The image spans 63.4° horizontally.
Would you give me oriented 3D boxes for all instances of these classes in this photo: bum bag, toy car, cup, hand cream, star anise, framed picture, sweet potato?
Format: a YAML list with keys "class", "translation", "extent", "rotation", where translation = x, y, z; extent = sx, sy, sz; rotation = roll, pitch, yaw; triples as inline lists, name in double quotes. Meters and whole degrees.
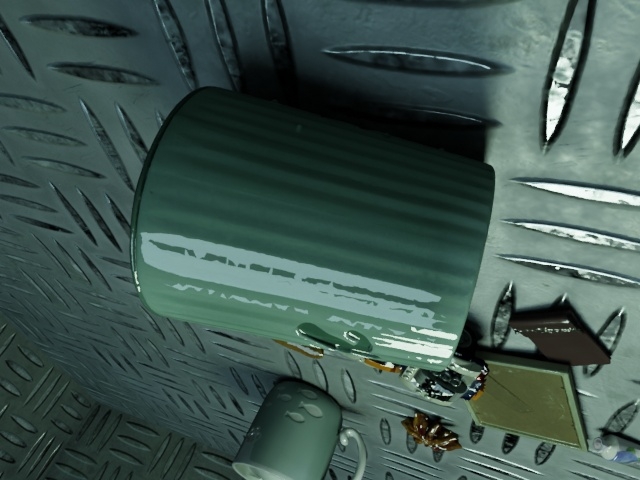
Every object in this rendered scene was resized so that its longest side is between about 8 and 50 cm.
- class: "bum bag"
  translation: [0.404, 0.171, 0.872]
  extent: [0.159, 0.026, 0.109]
  rotation: [41, 145, -23]
- class: "toy car"
  translation: [0.170, 0.207, 0.984]
  extent: [0.301, 0.118, 0.193]
  rotation: [30, 140, 10]
- class: "cup"
  translation: [0.004, -0.022, 0.711]
  extent: [0.392, 0.401, 0.310]
  rotation: [14, 110, 10]
- class: "hand cream"
  translation: [0.626, 0.434, 1.057]
  extent: [0.142, 0.053, 0.084]
  rotation: [19, 145, -7]
- class: "star anise"
  translation: [0.288, 0.510, 1.365]
  extent: [0.168, 0.057, 0.168]
  rotation: [17, 144, 12]
- class: "framed picture"
  translation: [0.405, 0.332, 1.076]
  extent: [0.247, 0.022, 0.335]
  rotation: [2, 139, 37]
- class: "sweet potato"
  translation: [-0.093, 0.196, 1.201]
  extent: [0.244, 0.077, 0.077]
  rotation: [30, 146, 7]
- class: "cup"
  translation: [-0.036, 0.580, 1.480]
  extent: [0.357, 0.274, 0.259]
  rotation: [8, 141, 24]
